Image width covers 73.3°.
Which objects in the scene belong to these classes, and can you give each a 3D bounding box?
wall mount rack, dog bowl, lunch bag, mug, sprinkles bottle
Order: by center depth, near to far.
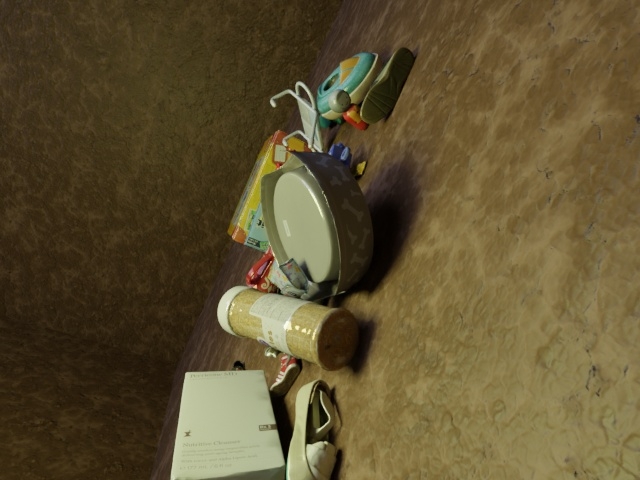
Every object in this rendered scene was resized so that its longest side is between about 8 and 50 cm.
[{"bbox_3d":[-0.083,0.176,0.922,0.356,0.121,0.121,3,70,48],"label":"sprinkles bottle"},{"bbox_3d":[-0.014,-0.035,0.949,0.349,0.102,0.348,39,138,47],"label":"dog bowl"},{"bbox_3d":[-0.065,0.090,0.952,0.053,0.083,0.071,-34,-3,-28],"label":"lunch bag"},{"bbox_3d":[-0.178,0.106,1.525,0.169,0.113,0.150,-60,-1,8],"label":"mug"},{"bbox_3d":[-0.050,-0.370,1.542,0.304,0.131,0.350,50,167,31],"label":"wall mount rack"}]

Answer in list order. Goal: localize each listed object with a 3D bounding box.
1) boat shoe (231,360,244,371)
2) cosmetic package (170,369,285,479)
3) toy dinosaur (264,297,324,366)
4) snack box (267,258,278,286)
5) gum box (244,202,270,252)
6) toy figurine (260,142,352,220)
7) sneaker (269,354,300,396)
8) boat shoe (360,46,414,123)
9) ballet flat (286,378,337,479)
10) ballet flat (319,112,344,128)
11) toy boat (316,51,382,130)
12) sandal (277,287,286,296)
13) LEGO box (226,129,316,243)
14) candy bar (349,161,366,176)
[{"bbox_3d":[-0.294,0.468,1.522,0.133,0.049,0.041,-137,63,-77],"label":"boat shoe"},{"bbox_3d":[-0.213,0.452,0.971,0.385,0.218,0.156,-140,53,-70],"label":"cosmetic package"},{"bbox_3d":[-0.047,0.163,1.095,0.161,0.121,0.313,10,65,43],"label":"toy dinosaur"},{"bbox_3d":[-0.092,0.052,1.407,0.206,0.070,0.174,-67,18,-2],"label":"snack box"},{"bbox_3d":[-0.192,-0.041,1.677,0.041,0.157,0.184,-28,42,64],"label":"gum box"},{"bbox_3d":[-0.006,-0.185,1.202,0.217,0.191,0.362,-38,26,40],"label":"toy figurine"},{"bbox_3d":[-0.092,0.338,1.090,0.118,0.042,0.067,-53,25,18],"label":"sneaker"},{"bbox_3d":[0.179,-0.420,1.187,0.223,0.080,0.073,-60,12,4],"label":"boat shoe"},{"bbox_3d":[-0.009,0.357,0.769,0.086,0.086,0.248,-57,19,29],"label":"ballet flat"},{"bbox_3d":[0.047,-0.502,1.662,0.096,0.095,0.280,-55,17,0],"label":"ballet flat"},{"bbox_3d":[0.083,-0.482,1.378,0.268,0.148,0.318,-37,36,29],"label":"toy boat"},{"bbox_3d":[-0.098,0.151,1.258,0.090,0.060,0.219,10,77,40],"label":"sandal"},{"bbox_3d":[-0.239,-0.215,1.977,0.499,0.193,0.372,-67,17,-1],"label":"LEGO box"},{"bbox_3d":[0.090,-0.196,1.260,0.161,0.018,0.040,-11,60,70],"label":"candy bar"}]
